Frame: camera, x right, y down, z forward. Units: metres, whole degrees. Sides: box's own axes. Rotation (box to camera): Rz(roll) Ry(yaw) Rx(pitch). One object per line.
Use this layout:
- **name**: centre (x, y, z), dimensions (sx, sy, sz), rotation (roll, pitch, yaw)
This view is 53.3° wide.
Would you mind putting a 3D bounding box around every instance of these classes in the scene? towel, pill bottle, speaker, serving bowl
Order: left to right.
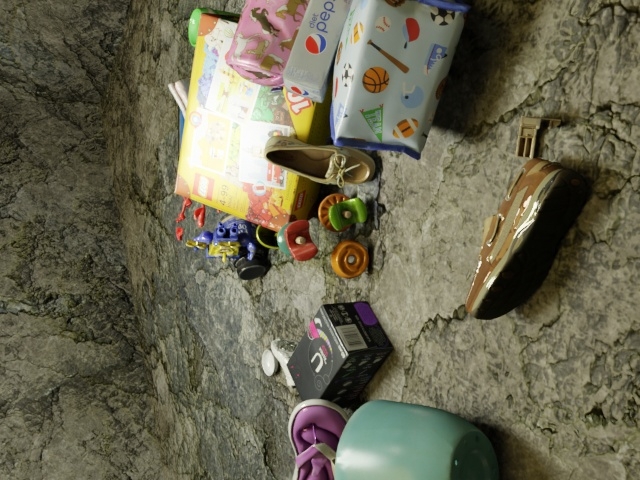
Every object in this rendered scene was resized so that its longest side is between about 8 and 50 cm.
- **towel**: centre (-0.382, -0.387, 2.123), dimensions (0.332, 0.053, 0.317), rotation (-76, -36, -73)
- **speaker**: centre (-0.237, -0.617, 1.917), dimensions (0.131, 0.296, 0.131), rotation (3, 94, 57)
- **pill bottle**: centre (-0.258, 0.017, 2.131), dimensions (0.123, 0.122, 0.219), rotation (-53, 49, 44)
- **serving bowl**: centre (-0.159, 0.397, 2.076), dimensions (0.083, 0.027, 0.083), rotation (3, 94, 58)

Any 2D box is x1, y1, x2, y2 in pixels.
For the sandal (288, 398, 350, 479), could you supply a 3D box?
- **sandal**: centre (0.004, 0.582, 1.679), dimensions (0.102, 0.169, 0.416), rotation (-98, 7, -55)

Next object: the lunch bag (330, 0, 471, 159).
- **lunch bag**: centre (0.150, -0.400, 1.368), dimensions (0.385, 0.238, 0.328), rotation (-98, 21, -60)

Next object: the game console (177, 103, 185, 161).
- **game console**: centre (-0.516, -0.432, 2.489), dimensions (0.173, 0.250, 0.293), rotation (2, 93, 31)

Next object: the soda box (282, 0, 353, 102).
- **soda box**: centre (0.008, -0.457, 1.396), dimensions (0.098, 0.091, 0.286), rotation (64, -135, -84)

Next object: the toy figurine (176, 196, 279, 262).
- **toy figurine**: centre (-0.272, -0.021, 1.999), dimensions (0.217, 0.362, 0.191), rotation (120, 146, -61)

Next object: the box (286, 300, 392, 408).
- **box**: centre (0.041, 0.304, 1.653), dimensions (0.165, 0.143, 0.270), rotation (61, 139, 36)

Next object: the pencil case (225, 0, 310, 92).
- **pencil case**: centre (-0.084, -0.550, 1.487), dimensions (0.160, 0.167, 0.386), rotation (11, 82, 64)

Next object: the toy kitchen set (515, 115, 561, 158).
- **toy kitchen set**: centre (0.395, -0.185, 1.159), dimensions (0.068, 0.083, 0.075), rotation (8, 100, 15)

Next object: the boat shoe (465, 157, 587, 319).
- **boat shoe**: centre (0.362, -0.003, 1.180), dimensions (0.324, 0.122, 0.120), rotation (-64, 35, 23)

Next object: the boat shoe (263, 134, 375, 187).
- **boat shoe**: centre (-0.003, -0.189, 1.589), dimensions (0.089, 0.285, 0.105), rotation (-87, 6, -68)

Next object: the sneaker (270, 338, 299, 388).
- **sneaker**: centre (-0.087, 0.382, 1.911), dimensions (0.232, 0.090, 0.115), rotation (39, 127, 51)

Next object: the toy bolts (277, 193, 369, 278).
- **toy bolts**: centre (0.000, 0.000, 1.661), dimensions (0.158, 0.228, 0.218), rotation (-169, 65, -70)

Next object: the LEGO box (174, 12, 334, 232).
- **LEGO box**: centre (-0.166, -0.324, 1.753), dimensions (0.372, 0.193, 0.501), rotation (20, 113, 17)

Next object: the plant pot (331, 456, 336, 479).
- **plant pot**: centre (0.095, 0.610, 1.622), dimensions (0.109, 0.109, 0.096), rotation (44, 139, 48)

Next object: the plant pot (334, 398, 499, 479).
- **plant pot**: centre (0.211, 0.470, 1.278), dimensions (0.235, 0.293, 0.293), rotation (-12, 80, 43)
